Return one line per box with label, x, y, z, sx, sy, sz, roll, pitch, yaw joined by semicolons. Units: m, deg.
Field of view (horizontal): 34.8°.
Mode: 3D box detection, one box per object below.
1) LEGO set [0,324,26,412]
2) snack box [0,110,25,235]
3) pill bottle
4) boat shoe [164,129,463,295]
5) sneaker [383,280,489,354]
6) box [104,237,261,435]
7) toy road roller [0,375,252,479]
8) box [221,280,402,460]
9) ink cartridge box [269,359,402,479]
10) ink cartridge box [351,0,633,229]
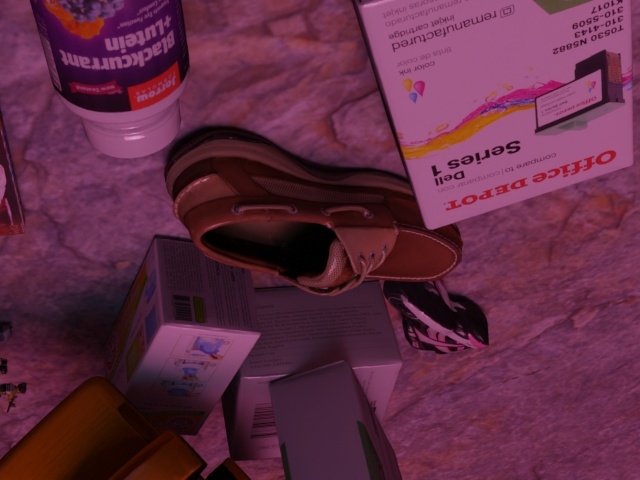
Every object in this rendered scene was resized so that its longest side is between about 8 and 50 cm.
LEGO set;-0.387;0.221;1.018;0.192;0.331;0.254;-5;120;-13
snack box;-0.305;-0.067;0.897;0.064;0.022;0.178;-5;141;-9
pill bottle;-0.155;-0.156;0.766;0.108;0.108;0.193;-9;141;-6
boat shoe;0.000;0.000;0.990;0.324;0.119;0.122;14;134;-29
sneaker;0.122;0.095;1.183;0.077;0.072;0.178;-28;135;28
box;-0.152;0.107;1.078;0.103;0.114;0.203;9;136;-24
toy road roller;-0.184;0.269;1.027;0.202;0.240;0.329;-42;173;-12
box;-0.018;0.150;1.165;0.182;0.119;0.181;-4;140;-13
ink cartridge box;0.031;0.255;1.084;0.093;0.160;0.219;-18;140;5
ink cartridge box;0.145;-0.156;0.847;0.202;0.117;0.278;-18;141;5
